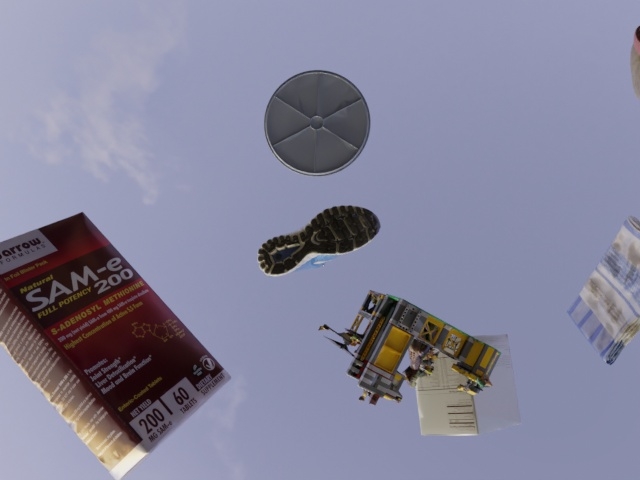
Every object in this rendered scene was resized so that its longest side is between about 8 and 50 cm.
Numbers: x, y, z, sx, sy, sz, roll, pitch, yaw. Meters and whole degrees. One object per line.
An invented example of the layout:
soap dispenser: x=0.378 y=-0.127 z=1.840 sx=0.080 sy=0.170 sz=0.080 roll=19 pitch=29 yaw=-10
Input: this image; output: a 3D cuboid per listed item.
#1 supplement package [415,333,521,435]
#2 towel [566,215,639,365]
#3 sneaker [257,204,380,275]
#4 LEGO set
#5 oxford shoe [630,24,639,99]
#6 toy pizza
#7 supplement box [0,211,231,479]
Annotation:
supplement package: x=0.326 y=0.321 z=1.322 sx=0.149 sy=0.194 sz=0.203 roll=-17 pitch=-108 yaw=43
towel: x=0.653 y=0.104 z=1.279 sx=0.209 sy=0.034 sz=0.285 roll=-99 pitch=-152 yaw=-60
sneaker: x=0.000 y=0.000 z=1.555 sx=0.330 sy=0.147 sz=0.129 roll=-19 pitch=-97 yaw=10
LEGO set: x=0.154 y=0.227 z=1.097 sx=0.192 sy=0.255 sz=0.331 roll=-62 pitch=-162 yaw=-5
oxford shoe: x=0.798 y=-0.348 z=1.352 sx=0.123 sy=0.130 sz=0.348 roll=0 pitch=-124 yaw=11
toy pizza: x=-0.006 y=-0.220 z=1.110 sx=0.201 sy=0.032 sz=0.201 roll=0 pitch=-90 yaw=4
supplement box: x=-0.218 y=0.095 z=0.580 sx=0.239 sy=0.130 sz=0.073 roll=46 pitch=-57 yaw=4
